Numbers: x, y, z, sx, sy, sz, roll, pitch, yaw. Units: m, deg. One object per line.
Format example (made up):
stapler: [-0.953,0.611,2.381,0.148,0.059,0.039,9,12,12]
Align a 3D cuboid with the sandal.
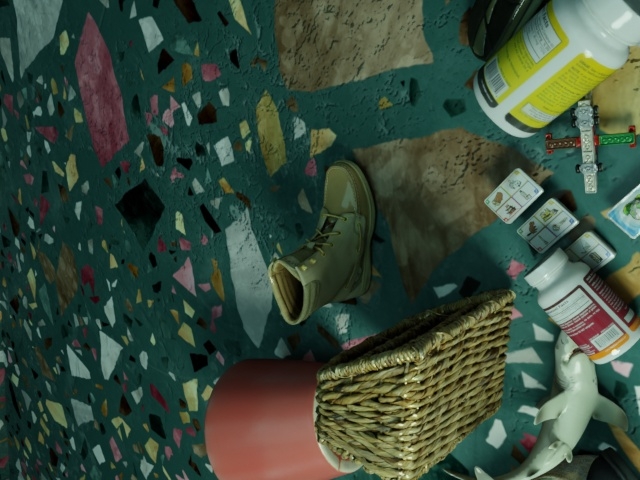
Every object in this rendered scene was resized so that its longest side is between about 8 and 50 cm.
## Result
sandal: [0.296,-0.358,0.793,0.303,0.086,0.120,124,143,-55]

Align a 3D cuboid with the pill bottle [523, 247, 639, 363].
pill bottle: [0.356,0.086,0.842,0.152,0.086,0.086,49,130,10]

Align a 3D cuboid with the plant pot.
plant pot: [-0.047,0.351,1.196,0.243,0.275,0.275,-18,90,35]

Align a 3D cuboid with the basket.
basket: [0.134,0.179,0.940,0.213,0.299,0.223,18,116,40]

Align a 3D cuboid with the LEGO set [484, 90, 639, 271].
LEGO set: [0.371,-0.078,0.840,0.182,0.060,0.244,45,131,11]

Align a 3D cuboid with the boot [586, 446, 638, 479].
boot: [0.339,0.415,0.836,0.094,0.207,0.247,-115,4,-63]

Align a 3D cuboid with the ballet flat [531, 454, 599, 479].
ballet flat: [0.331,0.423,0.959,0.316,0.106,0.108,-43,73,40]

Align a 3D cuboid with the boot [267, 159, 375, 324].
boot: [0.000,0.000,1.075,0.095,0.203,0.262,13,112,39]

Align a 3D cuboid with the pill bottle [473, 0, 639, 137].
pill bottle: [0.305,-0.235,0.777,0.208,0.119,0.119,-42,73,48]

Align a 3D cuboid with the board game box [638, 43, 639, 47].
board game box: [0.417,-0.279,0.744,0.090,0.020,0.090,-40,74,43]

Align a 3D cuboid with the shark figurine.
shark figurine: [0.325,0.276,0.911,0.166,0.116,0.278,38,87,-11]
